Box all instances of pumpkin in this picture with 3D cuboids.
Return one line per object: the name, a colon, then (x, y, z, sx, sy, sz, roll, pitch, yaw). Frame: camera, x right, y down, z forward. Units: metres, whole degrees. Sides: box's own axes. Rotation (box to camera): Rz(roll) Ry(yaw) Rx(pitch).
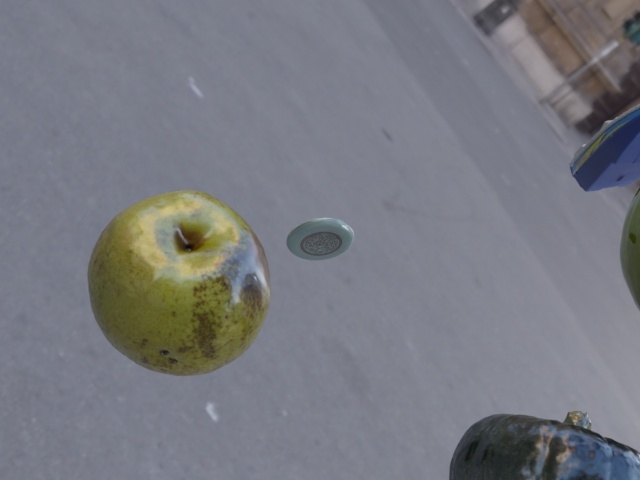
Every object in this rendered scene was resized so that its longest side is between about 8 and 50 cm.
pumpkin: (0.233, 0.241, 1.041, 0.211, 0.152, 0.211, 15, -1, 0)

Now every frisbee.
frisbee: (0.000, 0.000, 1.692, 0.110, 0.110, 0.014, 34, 37, -44)

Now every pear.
pear: (-0.150, 0.053, 1.130, 0.197, 0.197, 0.197, 45, 19, -21)

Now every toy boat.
toy boat: (0.494, -0.166, 1.660, 0.295, 0.129, 0.088, 107, -27, -73)

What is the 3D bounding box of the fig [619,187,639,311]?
fig: (0.468, -0.018, 1.303, 0.314, 0.233, 0.233, 65, 20, 9)
